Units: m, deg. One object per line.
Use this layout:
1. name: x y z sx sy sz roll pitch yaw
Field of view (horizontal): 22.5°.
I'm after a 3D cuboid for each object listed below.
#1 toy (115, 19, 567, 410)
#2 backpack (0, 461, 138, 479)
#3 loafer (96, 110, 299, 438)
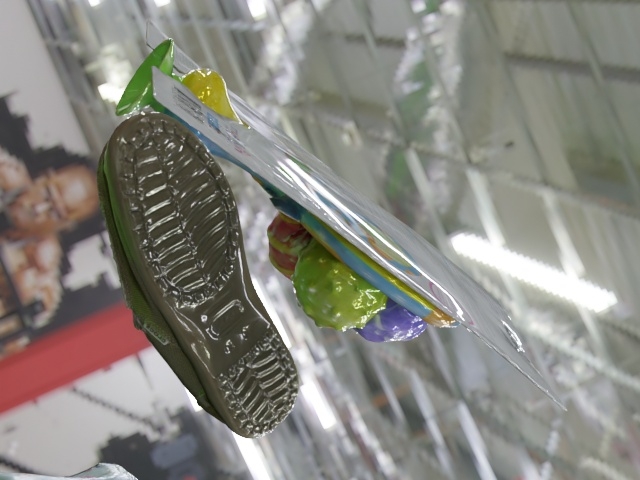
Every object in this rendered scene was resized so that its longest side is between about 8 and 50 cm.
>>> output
1. toy: 0.000 0.000 0.754 0.237 0.056 0.137 41 11 -19
2. backpack: -0.149 0.260 0.987 0.253 0.191 0.225 10 -79 55
3. loafer: -0.059 0.017 0.667 0.050 0.056 0.148 3 -60 48
